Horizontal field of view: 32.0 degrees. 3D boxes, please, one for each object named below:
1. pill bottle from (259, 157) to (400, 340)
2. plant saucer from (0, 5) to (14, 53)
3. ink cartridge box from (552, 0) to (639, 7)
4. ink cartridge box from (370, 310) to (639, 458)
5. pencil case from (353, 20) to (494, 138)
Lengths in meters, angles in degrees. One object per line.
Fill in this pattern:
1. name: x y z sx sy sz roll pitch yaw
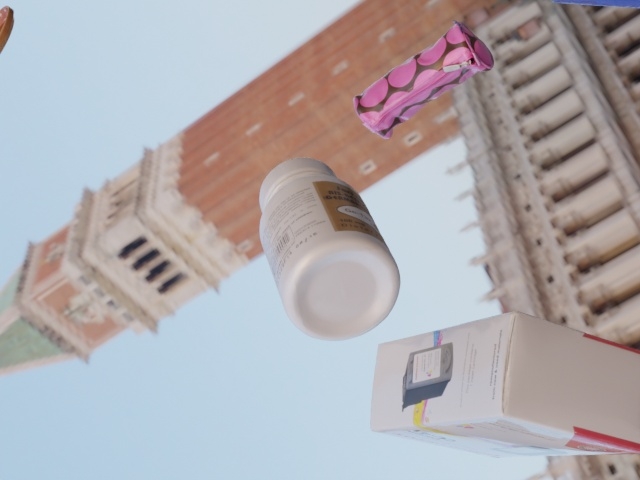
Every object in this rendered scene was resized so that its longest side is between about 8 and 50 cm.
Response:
1. pill bottle: 0.000 0.000 1.273 0.131 0.131 0.229 45 -169 -32
2. plant saucer: -0.351 -0.212 1.194 0.013 0.083 0.083 30 -149 -29
3. ink cartridge box: 0.335 -0.352 1.391 0.223 0.045 0.224 15 157 43
4. ink cartridge box: 0.235 0.193 1.409 0.226 0.306 0.131 16 -110 -23
5. pencil case: 0.145 -0.227 1.615 0.095 0.209 0.098 42 -153 -27
